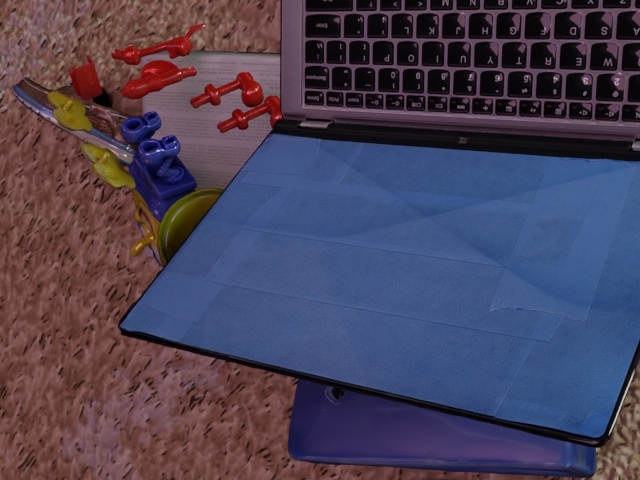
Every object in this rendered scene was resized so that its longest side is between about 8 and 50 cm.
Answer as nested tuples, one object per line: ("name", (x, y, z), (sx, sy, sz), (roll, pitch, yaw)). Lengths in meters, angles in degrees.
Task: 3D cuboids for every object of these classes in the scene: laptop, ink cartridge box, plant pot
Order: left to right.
("ink cartridge box", (-0.108, -0.093, 1.067), (0.189, 0.066, 0.232), (6, 107, 21))
("laptop", (0.066, -0.123, 0.685), (0.382, 0.236, 0.407), (8, 104, 32))
("plant pot", (0.119, 0.099, 0.856), (0.236, 0.236, 0.212), (-2, 76, 21))

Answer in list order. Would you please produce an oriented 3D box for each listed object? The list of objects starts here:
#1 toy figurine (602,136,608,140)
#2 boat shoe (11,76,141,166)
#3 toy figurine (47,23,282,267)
("toy figurine", (0.193, -0.124, 0.852), (0.209, 0.148, 0.213), (-23, 74, 53))
("boat shoe", (-0.275, -0.153, 1.123), (0.183, 0.066, 0.066), (30, 90, 11))
("toy figurine", (-0.111, -0.026, 0.969), (0.191, 0.217, 0.362), (-28, 52, -18))
